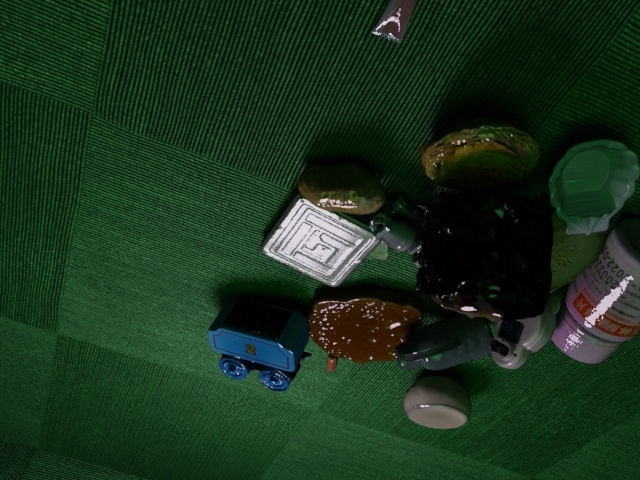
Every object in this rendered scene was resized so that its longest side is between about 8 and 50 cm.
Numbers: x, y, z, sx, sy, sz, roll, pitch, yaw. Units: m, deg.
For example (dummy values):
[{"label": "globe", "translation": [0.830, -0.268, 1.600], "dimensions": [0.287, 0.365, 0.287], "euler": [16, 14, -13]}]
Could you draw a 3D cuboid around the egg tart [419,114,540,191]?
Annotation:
[{"label": "egg tart", "translation": [0.370, -0.207, 1.398], "dimensions": [0.291, 0.107, 0.291], "euler": [5, 159, 2]}]

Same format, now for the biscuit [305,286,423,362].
[{"label": "biscuit", "translation": [0.147, 0.264, 1.915], "dimensions": [0.381, 0.074, 0.359], "euler": [-21, 129, 22]}]

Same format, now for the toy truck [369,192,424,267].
[{"label": "toy truck", "translation": [0.233, -0.012, 1.592], "dimensions": [0.257, 0.140, 0.108], "euler": [35, 127, -24]}]

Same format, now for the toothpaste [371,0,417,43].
[{"label": "toothpaste", "translation": [0.171, -0.488, 1.221], "dimensions": [0.067, 0.043, 0.194], "euler": [17, 139, -11]}]

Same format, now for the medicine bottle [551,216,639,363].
[{"label": "medicine bottle", "translation": [0.781, 0.142, 1.612], "dimensions": [0.219, 0.219, 0.388], "euler": [14, 134, -6]}]

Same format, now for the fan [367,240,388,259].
[{"label": "fan", "translation": [0.090, -0.001, 1.714], "dimensions": [0.240, 0.009, 0.131], "euler": [21, 130, -11]}]

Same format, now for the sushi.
[{"label": "sushi", "translation": [0.386, 0.028, 1.452], "dimensions": [0.299, 0.281, 0.294], "euler": [4, 95, 40]}]

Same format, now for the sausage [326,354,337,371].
[{"label": "sausage", "translation": [0.039, 0.426, 2.108], "dimensions": [0.034, 0.034, 0.083], "euler": [6, 135, 2]}]

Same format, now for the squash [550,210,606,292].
[{"label": "squash", "translation": [0.574, 0.037, 1.563], "dimensions": [0.189, 0.189, 0.260], "euler": [27, 136, -18]}]

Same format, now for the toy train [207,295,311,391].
[{"label": "toy train", "translation": [-0.183, 0.323, 1.920], "dimensions": [0.300, 0.188, 0.265], "euler": [12, 131, 15]}]

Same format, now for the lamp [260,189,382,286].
[{"label": "lamp", "translation": [0.000, 0.000, 1.689], "dimensions": [0.269, 0.047, 0.266], "euler": [26, 132, -14]}]

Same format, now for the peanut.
[{"label": "peanut", "translation": [0.053, -0.132, 1.515], "dimensions": [0.224, 0.129, 0.129], "euler": [6, 134, 5]}]

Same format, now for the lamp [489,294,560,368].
[{"label": "lamp", "translation": [0.578, 0.252, 1.719], "dimensions": [0.108, 0.179, 0.246], "euler": [26, 92, -21]}]

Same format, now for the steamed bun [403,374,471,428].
[{"label": "steamed bun", "translation": [0.404, 0.548, 2.099], "dimensions": [0.232, 0.145, 0.232], "euler": [7, 144, 5]}]

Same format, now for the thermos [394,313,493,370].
[{"label": "thermos", "translation": [0.367, 0.313, 1.812], "dimensions": [0.287, 0.145, 0.182], "euler": [-18, 173, -4]}]

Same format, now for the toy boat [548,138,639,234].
[{"label": "toy boat", "translation": [0.639, -0.140, 1.446], "dimensions": [0.199, 0.100, 0.290], "euler": [-3, 132, 11]}]
